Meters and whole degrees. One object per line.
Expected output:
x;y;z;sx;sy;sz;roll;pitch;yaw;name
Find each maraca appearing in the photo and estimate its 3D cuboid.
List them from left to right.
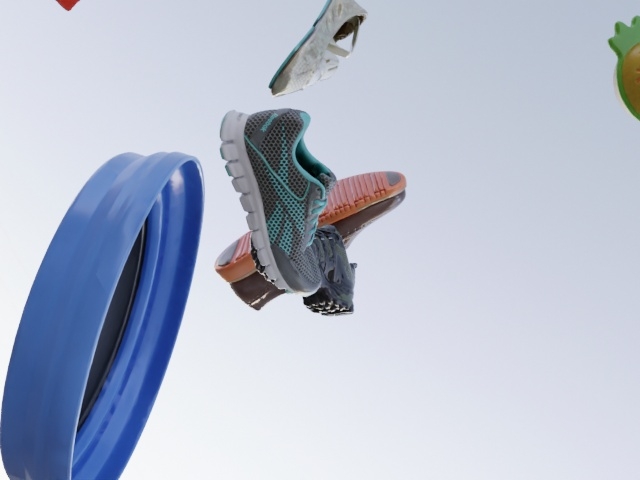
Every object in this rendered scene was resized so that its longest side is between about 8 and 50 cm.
0.539;-0.281;1.189;0.099;0.127;0.186;-15;-84;67;maraca

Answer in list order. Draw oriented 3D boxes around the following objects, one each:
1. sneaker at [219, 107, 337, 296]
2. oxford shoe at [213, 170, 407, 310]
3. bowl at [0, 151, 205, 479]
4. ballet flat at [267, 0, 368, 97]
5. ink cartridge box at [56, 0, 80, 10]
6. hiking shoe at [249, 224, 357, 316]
-0.020;-0.029;0.568;0.076;0.065;0.167;-12;-63;15;sneaker
0.000;0.000;1.243;0.363;0.130;0.133;-27;-66;14;oxford shoe
-0.220;0.089;0.771;0.077;0.391;0.391;15;-45;0;bowl
0.005;-0.194;0.716;0.052;0.168;0.057;33;-33;-7;ballet flat
-0.219;-0.294;0.554;0.179;0.145;0.045;43;-7;-27;ink cartridge box
-0.021;0.017;1.034;0.086;0.114;0.227;-10;-39;30;hiking shoe
